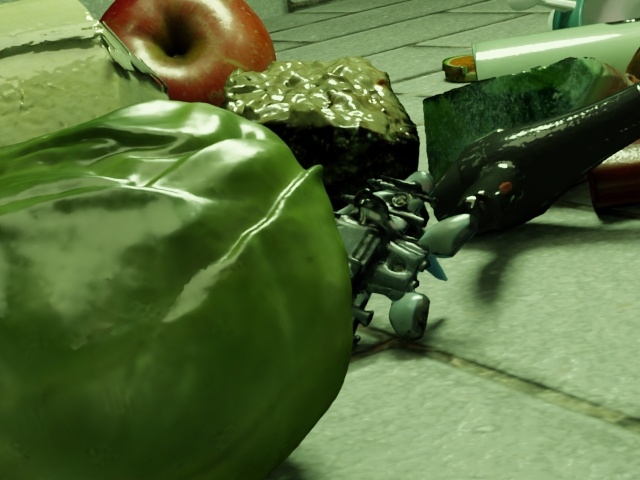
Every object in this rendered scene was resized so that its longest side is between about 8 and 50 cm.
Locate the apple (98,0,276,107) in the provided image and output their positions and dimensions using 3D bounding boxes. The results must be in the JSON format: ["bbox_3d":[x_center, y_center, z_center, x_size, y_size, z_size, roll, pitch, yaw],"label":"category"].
[{"bbox_3d":[-0.192,-0.225,1.859,0.260,0.260,0.216,-11,-20,-4],"label":"apple"}]

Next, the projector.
[{"bbox_3d":[0.371,-0.232,1.792,0.337,0.108,0.108,-8,15,9],"label":"projector"}]

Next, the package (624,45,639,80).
[{"bbox_3d":[0.520,-0.201,1.571,0.311,0.221,0.165,-17,56,-32],"label":"package"}]

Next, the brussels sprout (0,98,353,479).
[{"bbox_3d":[-0.130,0.047,0.840,0.328,0.247,0.328,-5,15,1],"label":"brussels sprout"}]

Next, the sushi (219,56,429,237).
[{"bbox_3d":[-0.005,-0.092,1.392,0.211,0.171,0.350,-8,16,2],"label":"sushi"}]

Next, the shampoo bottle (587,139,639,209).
[{"bbox_3d":[0.388,-0.080,1.303,0.260,0.064,0.102,-8,20,8],"label":"shampoo bottle"}]

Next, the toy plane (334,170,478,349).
[{"bbox_3d":[-0.002,-0.004,1.100,0.246,0.078,0.169,22,71,22],"label":"toy plane"}]

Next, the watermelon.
[{"bbox_3d":[0.256,-0.122,1.464,0.193,0.140,0.256,-4,6,37],"label":"watermelon"}]

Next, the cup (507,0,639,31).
[{"bbox_3d":[0.412,-0.314,1.981,0.299,0.167,0.173,14,-1,-15],"label":"cup"}]

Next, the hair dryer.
[{"bbox_3d":[0.180,-0.050,1.186,0.235,0.091,0.271,-28,6,25],"label":"hair dryer"}]

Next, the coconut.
[{"bbox_3d":[-0.279,-0.075,1.297,0.323,0.323,0.323,-9,15,2],"label":"coconut"}]

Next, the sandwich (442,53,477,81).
[{"bbox_3d":[0.229,-0.277,2.188,0.067,0.029,0.135,0,16,14],"label":"sandwich"}]
